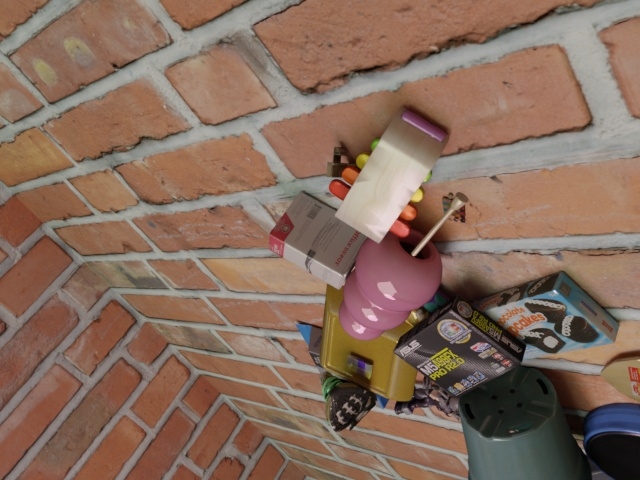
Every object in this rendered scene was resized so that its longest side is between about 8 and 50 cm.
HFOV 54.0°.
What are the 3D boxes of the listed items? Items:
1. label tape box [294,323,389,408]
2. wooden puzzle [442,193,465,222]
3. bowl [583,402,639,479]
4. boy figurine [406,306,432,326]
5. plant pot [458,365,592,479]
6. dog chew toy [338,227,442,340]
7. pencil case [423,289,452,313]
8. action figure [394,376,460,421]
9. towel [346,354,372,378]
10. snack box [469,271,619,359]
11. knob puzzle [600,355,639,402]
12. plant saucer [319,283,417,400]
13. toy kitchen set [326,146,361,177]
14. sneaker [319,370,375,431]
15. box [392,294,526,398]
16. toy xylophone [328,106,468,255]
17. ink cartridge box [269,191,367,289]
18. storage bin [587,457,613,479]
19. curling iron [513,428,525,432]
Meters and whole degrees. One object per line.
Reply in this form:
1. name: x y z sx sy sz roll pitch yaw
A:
1. label tape box: 0.067 0.435 2.202 0.348 0.115 0.249 10 141 32
2. wooden puzzle: 0.290 -0.071 1.368 0.049 0.006 0.083 16 145 28
3. bowl: 0.881 0.568 1.627 0.391 0.077 0.391 24 148 16
4. boy figurine: 0.258 0.212 1.708 0.285 0.092 0.177 45 168 -10
5. plant pot: 0.537 0.538 1.709 0.341 0.341 0.334 6 131 40
6. dog chew toy: 0.150 0.120 1.522 0.207 0.206 0.331 33 129 3
7. pencil case: 0.289 0.144 1.617 0.152 0.064 0.070 41 113 -12
8. action figure: 0.355 0.514 2.057 0.285 0.099 0.185 -8 122 45
9. towel: 0.116 0.380 1.888 0.083 0.009 0.060 20 125 24
10. snack box: 0.503 0.190 1.477 0.187 0.060 0.322 40 150 -9
11. knob puzzle: 0.750 0.320 1.448 0.213 0.030 0.213 24 149 16
12. plant saucer: 0.134 0.328 1.906 0.333 0.081 0.332 20 126 23
13. toy kitchen set: 0.067 -0.171 1.391 0.075 0.083 0.068 10 100 36
14. sneaker: 0.050 0.495 1.994 0.182 0.158 0.410 40 170 21
15. box: 0.343 0.275 1.584 0.216 0.060 0.270 37 138 -4
16. toy xylophone: 0.159 -0.100 1.299 0.236 0.081 0.322 38 133 -5
17. ink cartridge box: 0.000 0.000 1.603 0.218 0.158 0.092 29 152 11
18. storage bin: 0.834 0.699 1.852 0.135 0.098 0.091 39 139 -8
19. curling iron: 0.594 0.580 1.967 0.274 0.035 0.068 15 148 32
